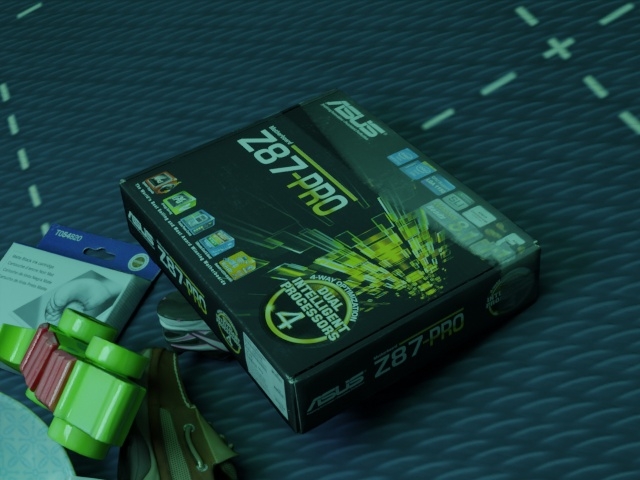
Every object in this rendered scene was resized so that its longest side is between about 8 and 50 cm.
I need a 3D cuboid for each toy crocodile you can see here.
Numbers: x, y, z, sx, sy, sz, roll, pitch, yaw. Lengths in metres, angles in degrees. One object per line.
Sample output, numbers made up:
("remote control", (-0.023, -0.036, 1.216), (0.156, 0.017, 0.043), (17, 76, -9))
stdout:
("toy crocodile", (-0.268, 0.142, 1.155), (0.115, 0.105, 0.340), (-65, 27, -3))

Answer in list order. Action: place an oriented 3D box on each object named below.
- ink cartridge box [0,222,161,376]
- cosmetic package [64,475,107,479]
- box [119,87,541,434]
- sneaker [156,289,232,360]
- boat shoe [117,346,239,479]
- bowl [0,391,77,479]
("ink cartridge box", (-0.336, 0.071, 1.391), (0.223, 0.045, 0.224), (12, 58, 30))
("cosmetic package", (-0.242, 0.358, 1.046), (0.099, 0.060, 0.239), (-39, 44, 52))
("box", (0.000, 0.000, 1.226), (0.318, 0.097, 0.395), (-24, 44, -22))
("sneaker", (-0.098, 0.102, 1.254), (0.178, 0.077, 0.072), (5, 37, 2))
("boat shoe", (-0.148, 0.247, 1.134), (0.120, 0.122, 0.324), (5, 38, -13))
("bowl", (-0.411, 0.307, 1.133), (0.156, 0.289, 0.289), (-41, 28, 50))
